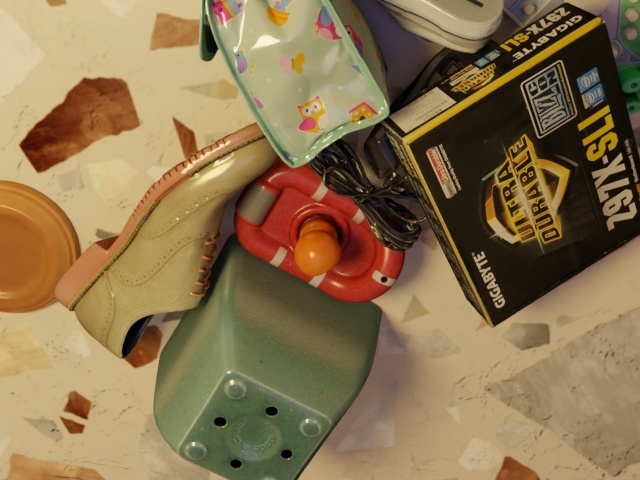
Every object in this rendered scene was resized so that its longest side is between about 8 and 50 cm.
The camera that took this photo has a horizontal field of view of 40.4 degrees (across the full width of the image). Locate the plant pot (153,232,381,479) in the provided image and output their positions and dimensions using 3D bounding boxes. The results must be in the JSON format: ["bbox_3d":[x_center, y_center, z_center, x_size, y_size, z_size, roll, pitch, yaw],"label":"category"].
[{"bbox_3d":[-0.077,0.189,1.150,0.247,0.252,0.248,28,112,-11],"label":"plant pot"}]

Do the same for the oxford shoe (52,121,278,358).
[{"bbox_3d":[-0.172,0.001,1.115,0.397,0.140,0.147,-41,86,27],"label":"oxford shoe"}]

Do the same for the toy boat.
[{"bbox_3d":[0.000,0.000,1.118,0.231,0.151,0.151,28,112,-10],"label":"toy boat"}]

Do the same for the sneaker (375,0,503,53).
[{"bbox_3d":[0.088,-0.294,1.010,0.258,0.091,0.094,36,72,11],"label":"sneaker"}]

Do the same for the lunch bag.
[{"bbox_3d":[-0.042,-0.242,0.973,0.160,0.223,0.262,-30,109,14],"label":"lunch bag"}]

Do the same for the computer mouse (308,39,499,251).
[{"bbox_3d":[0.127,-0.140,1.084,0.272,0.072,0.188,-44,100,5],"label":"computer mouse"}]

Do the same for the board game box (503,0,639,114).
[{"bbox_3d":[0.357,-0.381,0.955,0.390,0.050,0.390,36,118,-17],"label":"board game box"}]

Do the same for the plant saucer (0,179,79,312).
[{"bbox_3d":[-0.436,0.016,1.199,0.199,0.037,0.200,0,114,1],"label":"plant saucer"}]

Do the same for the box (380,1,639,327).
[{"bbox_3d":[0.248,-0.080,1.042,0.257,0.079,0.322,-33,127,-3],"label":"box"}]
